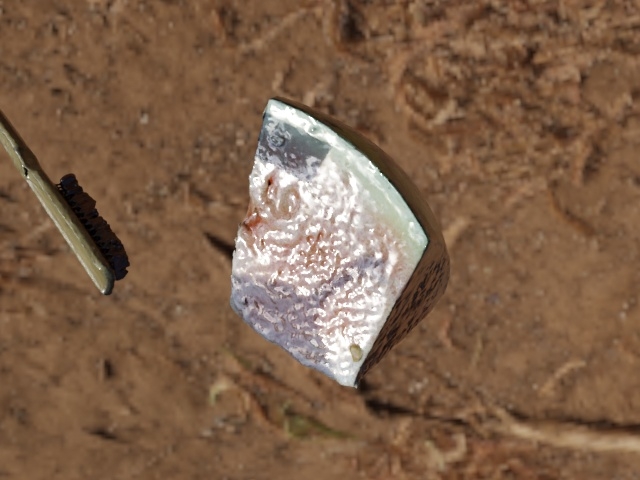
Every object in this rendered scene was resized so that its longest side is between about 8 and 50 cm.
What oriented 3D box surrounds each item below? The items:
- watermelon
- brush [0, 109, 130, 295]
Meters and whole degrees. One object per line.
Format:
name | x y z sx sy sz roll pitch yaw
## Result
watermelon | 0.000 0.000 1.256 0.213 0.201 0.261 34 167 17
brush | -0.235 -0.054 1.158 0.036 0.248 0.043 -25 148 -26
